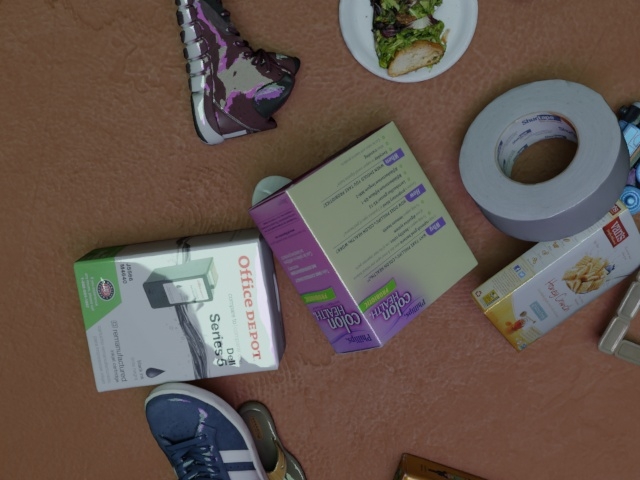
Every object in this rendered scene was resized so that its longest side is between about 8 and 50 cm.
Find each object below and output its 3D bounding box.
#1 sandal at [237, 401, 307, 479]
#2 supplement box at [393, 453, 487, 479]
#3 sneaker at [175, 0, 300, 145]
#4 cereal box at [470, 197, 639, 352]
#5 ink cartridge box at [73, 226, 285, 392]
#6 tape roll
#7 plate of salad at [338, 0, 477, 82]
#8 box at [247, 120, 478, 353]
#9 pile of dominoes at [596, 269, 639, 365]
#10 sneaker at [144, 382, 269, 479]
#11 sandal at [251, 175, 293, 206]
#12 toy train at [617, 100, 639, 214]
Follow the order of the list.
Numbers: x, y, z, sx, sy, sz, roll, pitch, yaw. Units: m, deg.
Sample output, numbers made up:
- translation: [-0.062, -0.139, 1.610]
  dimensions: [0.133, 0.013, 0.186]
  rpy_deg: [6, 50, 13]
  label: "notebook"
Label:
- translation: [-0.080, 0.337, 1.376]
  dimensions: [0.072, 0.049, 0.180]
  rpy_deg: [-24, 97, 5]
  label: "sandal"
- translation: [0.226, 0.410, 1.365]
  dimensions: [0.234, 0.078, 0.080]
  rpy_deg: [21, 102, -1]
  label: "supplement box"
- translation: [-0.114, -0.283, 1.263]
  dimensions: [0.163, 0.106, 0.281]
  rpy_deg: [-7, 109, -2]
  label: "sneaker"
- translation: [0.346, 0.051, 1.264]
  dimensions: [0.240, 0.173, 0.047]
  rpy_deg: [-37, 52, 9]
  label: "cereal box"
- translation: [-0.201, 0.099, 1.309]
  dimensions: [0.273, 0.115, 0.198]
  rpy_deg: [-8, 99, 3]
  label: "ink cartridge box"
- translation: [0.306, -0.111, 1.217]
  dimensions: [0.219, 0.072, 0.219]
  rpy_deg: [-14, 60, 25]
  label: "tape roll"
- translation: [0.126, -0.327, 1.266]
  dimensions: [0.200, 0.048, 0.199]
  rpy_deg: [0, 99, 3]
  label: "plate of salad"
- translation: [0.062, -0.004, 1.233]
  dimensions: [0.214, 0.117, 0.243]
  rpy_deg: [-36, 97, -32]
  label: "box"
- translation: [0.542, 0.080, 1.322]
  dimensions: [0.196, 0.040, 0.251]
  rpy_deg: [23, 103, -18]
  label: "pile of dominoes"
- translation: [-0.153, 0.368, 1.288]
  dimensions: [0.131, 0.148, 0.350]
  rpy_deg: [-22, 113, 22]
  label: "sneaker"
- translation: [-0.003, 0.009, 1.307]
  dimensions: [0.265, 0.076, 0.102]
  rpy_deg: [34, 63, -21]
  label: "sandal"
- translation: [0.443, -0.116, 1.275]
  dimensions: [0.105, 0.080, 0.184]
  rpy_deg: [35, 99, 2]
  label: "toy train"
